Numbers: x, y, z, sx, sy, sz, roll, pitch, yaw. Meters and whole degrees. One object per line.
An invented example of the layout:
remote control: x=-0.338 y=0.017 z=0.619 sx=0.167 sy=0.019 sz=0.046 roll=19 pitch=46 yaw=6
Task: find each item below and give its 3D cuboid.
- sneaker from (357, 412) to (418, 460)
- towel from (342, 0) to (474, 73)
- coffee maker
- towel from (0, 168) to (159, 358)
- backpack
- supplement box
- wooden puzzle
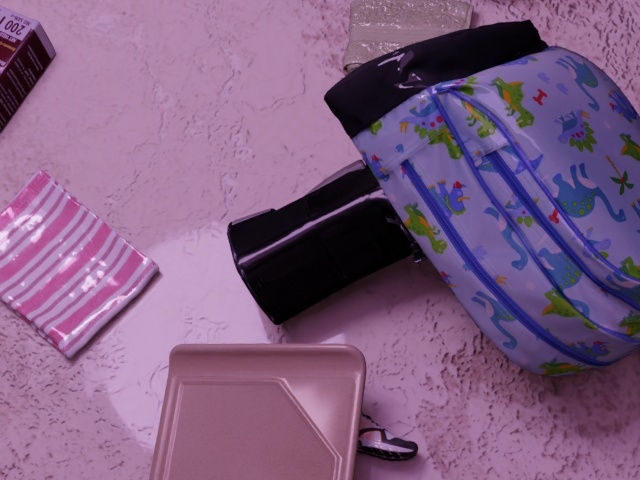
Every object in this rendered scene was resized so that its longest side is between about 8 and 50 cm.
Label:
sneaker: x=0.048 y=0.195 z=1.343 sx=0.109 sy=0.040 sz=0.043 roll=12 pitch=66 yaw=12
towel: x=0.103 y=-0.238 z=1.542 sx=0.148 sy=0.027 sz=0.110 roll=3 pitch=65 yaw=9
coffee maker: x=0.000 y=0.000 z=1.368 sx=0.178 sy=0.171 sz=0.120 roll=-29 pitch=101 yaw=4
towel: x=-0.296 y=0.023 z=1.474 sx=0.197 sy=0.029 sz=0.144 roll=38 pitch=76 yaw=21
backpack: x=0.213 y=-0.040 z=1.294 sx=0.273 sy=0.290 sz=0.355 roll=-20 pitch=90 yaw=39
supplement box: x=-0.437 y=-0.171 z=1.558 sx=0.130 sy=0.073 sz=0.239 roll=25 pitch=72 yaw=17
wooden puzzle: x=-0.066 y=0.223 z=1.328 sx=0.221 sy=0.044 sz=0.238 roll=-2 pitch=69 yaw=21
